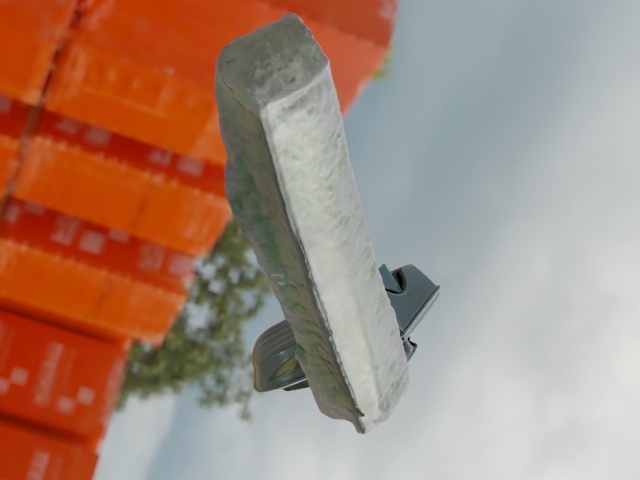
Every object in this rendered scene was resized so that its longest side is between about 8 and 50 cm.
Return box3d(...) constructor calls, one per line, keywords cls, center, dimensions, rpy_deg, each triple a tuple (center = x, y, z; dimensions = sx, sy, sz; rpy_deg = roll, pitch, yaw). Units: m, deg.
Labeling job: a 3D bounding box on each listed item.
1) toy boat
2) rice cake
box3d(cls="toy boat", center=(0.007, 0.060, 0.924), dimensions=(0.141, 0.060, 0.055), rpy_deg=(-27, -167, 39))
box3d(cls="rice cake", center=(0.000, 0.000, 0.630), dimensions=(0.047, 0.036, 0.207), rpy_deg=(-49, 141, -29))
